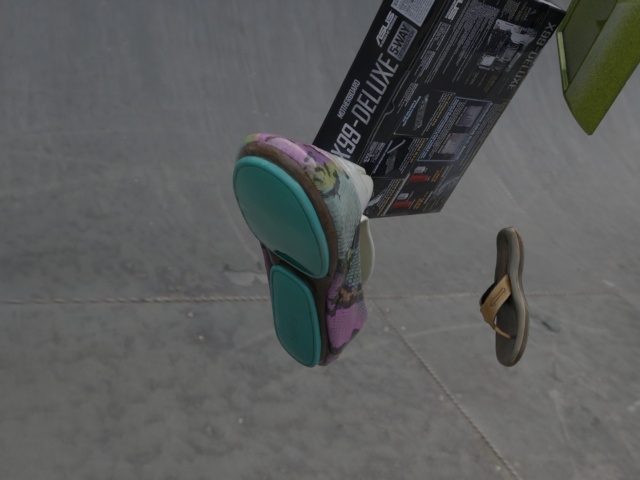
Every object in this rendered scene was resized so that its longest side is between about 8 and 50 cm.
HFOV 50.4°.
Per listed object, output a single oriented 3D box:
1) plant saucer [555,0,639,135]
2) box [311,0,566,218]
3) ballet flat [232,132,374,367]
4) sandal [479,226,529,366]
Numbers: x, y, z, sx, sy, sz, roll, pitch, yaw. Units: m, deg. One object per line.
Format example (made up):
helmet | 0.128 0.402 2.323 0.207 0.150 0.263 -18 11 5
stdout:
plant saucer | 0.322 -0.251 0.780 0.045 0.188 0.188 12 52 -2
box | 0.129 -0.167 0.806 0.242 0.307 0.076 -8 45 -47
ballet flat | 0.000 0.000 0.414 0.077 0.221 0.079 33 63 26
sandal | 0.224 0.068 0.852 0.049 0.180 0.072 5 -17 -8
